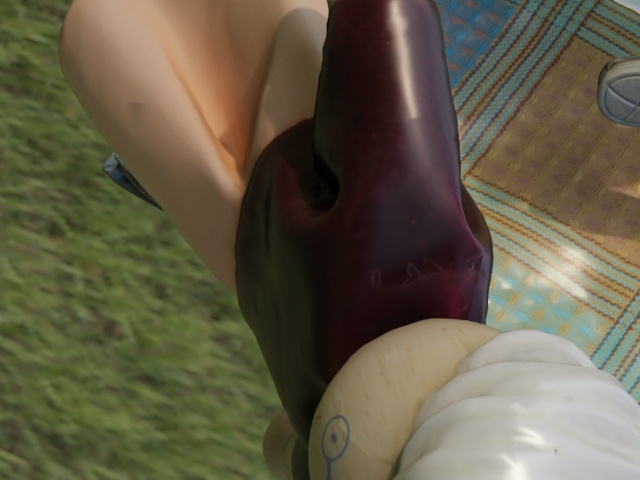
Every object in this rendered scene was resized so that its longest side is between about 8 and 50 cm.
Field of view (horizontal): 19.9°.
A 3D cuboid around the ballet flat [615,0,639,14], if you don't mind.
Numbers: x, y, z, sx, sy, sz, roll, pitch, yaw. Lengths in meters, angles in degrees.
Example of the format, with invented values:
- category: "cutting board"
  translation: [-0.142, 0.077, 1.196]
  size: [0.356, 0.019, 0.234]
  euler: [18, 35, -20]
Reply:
- category: "ballet flat"
  translation: [0.300, -0.042, 1.211]
  size: [0.400, 0.139, 0.139]
  euler: [53, 54, -22]

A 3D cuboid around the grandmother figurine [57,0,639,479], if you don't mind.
- category: "grandmother figurine"
  translation: [0.000, 0.000, 0.544]
  size: [0.104, 0.342, 0.208]
  euler: [-15, 125, -11]

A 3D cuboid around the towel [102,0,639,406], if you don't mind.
- category: "towel"
  translation: [0.107, -0.045, 0.997]
  size: [0.271, 0.370, 0.040]
  euler: [-52, 164, -29]

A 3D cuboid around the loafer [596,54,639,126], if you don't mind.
- category: "loafer"
  translation: [0.204, -0.078, 0.930]
  size: [0.039, 0.125, 0.045]
  euler: [-77, 171, -58]
